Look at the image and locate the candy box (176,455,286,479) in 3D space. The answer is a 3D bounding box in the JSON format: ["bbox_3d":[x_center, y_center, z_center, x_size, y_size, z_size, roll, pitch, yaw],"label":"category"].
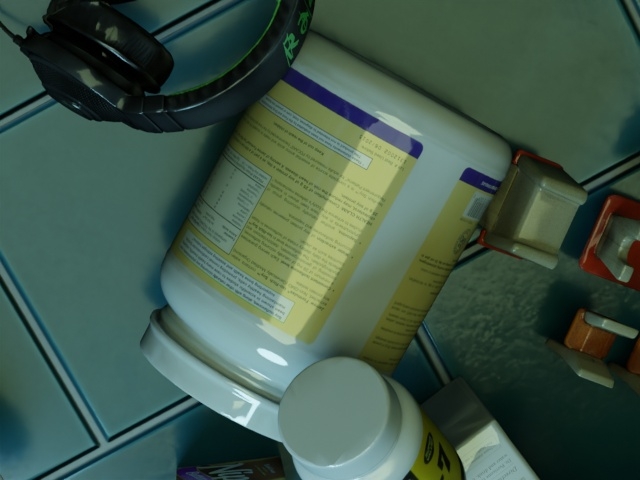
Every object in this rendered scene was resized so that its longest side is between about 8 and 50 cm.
[{"bbox_3d":[-0.083,0.258,1.670,0.109,0.187,0.053,-7,98,-3],"label":"candy box"}]

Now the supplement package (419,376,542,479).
[{"bbox_3d":[0.167,0.314,1.709,0.177,0.175,0.293,-36,102,0],"label":"supplement package"}]

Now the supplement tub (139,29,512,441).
[{"bbox_3d":[0.000,0.000,1.602,0.241,0.241,0.331,29,97,-10],"label":"supplement tub"}]

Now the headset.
[{"bbox_3d":[-0.205,-0.225,1.542,0.394,0.185,0.243,-1,72,19],"label":"headset"}]

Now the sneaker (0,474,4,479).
[{"bbox_3d":[-0.371,0.221,1.584,0.208,0.094,0.081,38,103,-20],"label":"sneaker"}]

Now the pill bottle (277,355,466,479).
[{"bbox_3d":[0.045,0.185,1.506,0.119,0.208,0.119,-10,61,18],"label":"pill bottle"}]

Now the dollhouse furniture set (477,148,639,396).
[{"bbox_3d":[0.286,-0.003,1.705,0.259,0.135,0.262,20,99,-20],"label":"dollhouse furniture set"}]
